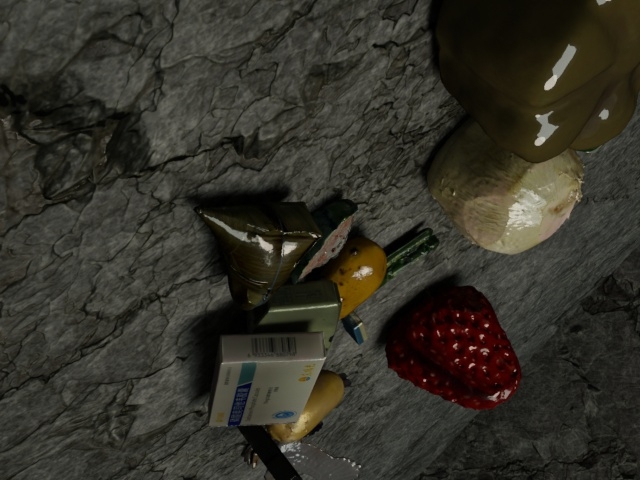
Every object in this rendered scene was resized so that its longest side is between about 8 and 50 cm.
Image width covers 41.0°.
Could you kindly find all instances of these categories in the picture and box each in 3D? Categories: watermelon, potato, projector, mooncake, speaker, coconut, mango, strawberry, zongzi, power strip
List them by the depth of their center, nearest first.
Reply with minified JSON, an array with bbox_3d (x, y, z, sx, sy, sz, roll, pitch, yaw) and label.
[{"bbox_3d":[0.420,-0.360,1.397,0.467,0.262,0.467,-30,150,-20],"label":"mooncake"},{"bbox_3d":[-0.142,0.030,1.421,0.242,0.112,0.221,-1,135,-42],"label":"zongzi"},{"bbox_3d":[0.000,0.000,1.611,0.187,0.071,0.139,-50,161,-1],"label":"watermelon"},{"bbox_3d":[-0.072,0.172,1.705,0.194,0.088,0.269,-5,146,-15],"label":"projector"},{"bbox_3d":[0.386,-0.114,1.735,0.297,0.254,0.297,-34,154,-19],"label":"coconut"},{"bbox_3d":[0.058,0.085,1.763,0.147,0.109,0.227,-21,149,-41],"label":"mango"},{"bbox_3d":[-0.130,0.484,2.003,0.044,0.218,0.082,-40,155,-6],"label":"speaker"},{"bbox_3d":[0.081,0.204,2.037,0.032,0.056,0.123,-37,154,-10],"label":"power strip"},{"bbox_3d":[-0.038,0.392,2.078,0.150,0.146,0.234,-7,-158,46],"label":"potato"},{"bbox_3d":[0.366,0.301,2.244,0.318,0.345,0.295,-20,146,-36],"label":"strawberry"}]

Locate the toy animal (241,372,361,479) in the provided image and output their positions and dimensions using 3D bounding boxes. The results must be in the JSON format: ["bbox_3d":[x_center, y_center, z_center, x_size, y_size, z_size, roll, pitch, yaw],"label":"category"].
[{"bbox_3d":[-0.056,0.517,2.267,0.302,0.225,0.284,-16,127,-21],"label":"toy animal"}]

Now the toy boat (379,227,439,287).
[{"bbox_3d":[0.176,0.046,1.926,0.210,0.052,0.104,-34,156,-16],"label":"toy boat"}]

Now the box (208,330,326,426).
[{"bbox_3d":[-0.116,0.283,1.716,0.200,0.065,0.343,-1,149,-12],"label":"box"}]

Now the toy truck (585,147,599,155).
[{"bbox_3d":[0.568,-0.253,1.911,0.243,0.125,0.101,-3,134,-53],"label":"toy truck"}]
